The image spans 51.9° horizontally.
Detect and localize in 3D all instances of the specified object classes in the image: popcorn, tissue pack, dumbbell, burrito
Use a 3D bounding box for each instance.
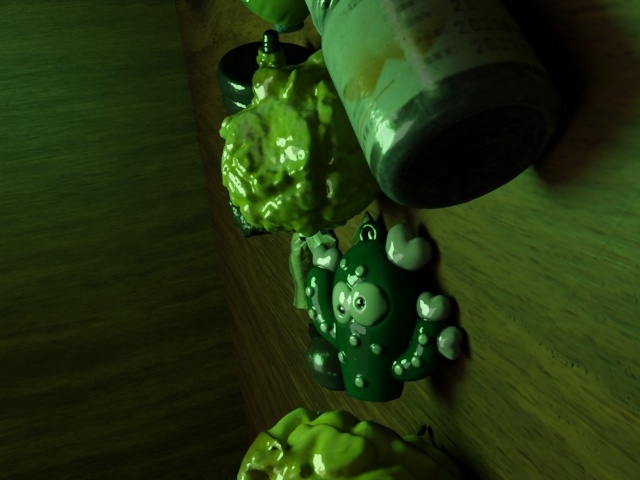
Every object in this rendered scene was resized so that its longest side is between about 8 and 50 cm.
[{"bbox_3d":[0.028,0.408,0.895,0.349,0.349,0.381,124,169,-70],"label":"popcorn"},{"bbox_3d":[0.000,0.000,1.280,0.083,0.042,0.062,-118,24,-46],"label":"tissue pack"},{"bbox_3d":[-0.085,-0.191,1.186,0.185,0.185,0.388,-117,22,-44],"label":"dumbbell"},{"bbox_3d":[-0.014,-0.126,0.924,0.212,0.259,0.259,31,-142,-63],"label":"popcorn"},{"bbox_3d":[-0.036,0.066,1.426,0.087,0.060,0.226,-114,17,-54],"label":"burrito"}]

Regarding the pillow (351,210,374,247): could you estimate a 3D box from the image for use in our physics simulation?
[{"bbox_3d":[0.090,0.066,1.010,0.113,0.038,0.203,116,141,-67],"label":"pillow"}]

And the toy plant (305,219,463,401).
[{"bbox_3d":[0.076,0.092,0.894,0.232,0.113,0.243,-32,69,40],"label":"toy plant"}]

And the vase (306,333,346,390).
[{"bbox_3d":[0.046,0.176,1.140,0.120,0.120,0.183,-117,37,-45],"label":"vase"}]

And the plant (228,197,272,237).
[{"bbox_3d":[-0.138,-0.147,1.474,0.146,0.149,0.274,8,-109,-66],"label":"plant"}]

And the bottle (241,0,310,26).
[{"bbox_3d":[-0.004,-0.381,0.763,0.260,0.112,0.112,-48,50,39],"label":"bottle"}]

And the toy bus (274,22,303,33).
[{"bbox_3d":[-0.070,-0.461,1.185,0.065,0.047,0.165,-161,59,-67],"label":"toy bus"}]

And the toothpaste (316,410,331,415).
[{"bbox_3d":[0.039,0.478,1.502,0.196,0.047,0.040,-118,36,-47],"label":"toothpaste"}]

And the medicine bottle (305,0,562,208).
[{"bbox_3d":[0.085,-0.178,0.599,0.165,0.165,0.273,103,150,-57],"label":"medicine bottle"}]

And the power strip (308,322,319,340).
[{"bbox_3d":[0.001,0.232,1.478,0.111,0.029,0.038,-115,20,-48],"label":"power strip"}]
